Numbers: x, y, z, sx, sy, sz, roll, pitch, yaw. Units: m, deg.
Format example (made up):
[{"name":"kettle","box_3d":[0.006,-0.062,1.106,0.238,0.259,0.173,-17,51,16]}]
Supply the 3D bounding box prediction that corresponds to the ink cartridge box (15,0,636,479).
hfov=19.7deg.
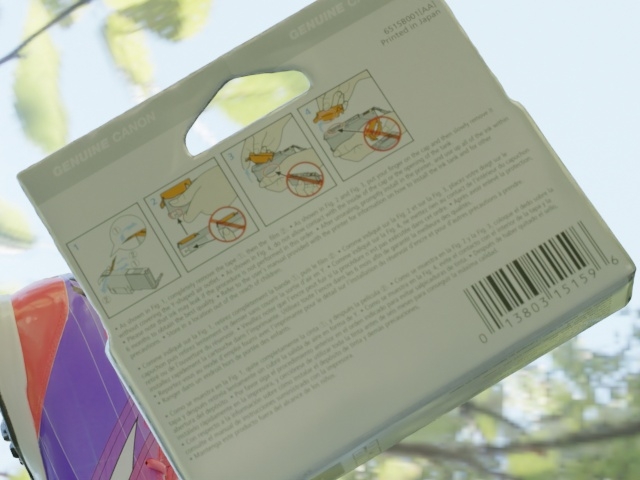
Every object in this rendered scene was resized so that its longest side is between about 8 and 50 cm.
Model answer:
[{"name":"ink cartridge box","box_3d":[0.000,0.000,1.052,0.275,0.060,0.239,-30,-110,-5]}]

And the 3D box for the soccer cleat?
[{"name":"soccer cleat","box_3d":[-0.129,0.170,1.206,0.116,0.108,0.318,-20,-102,-6]}]
